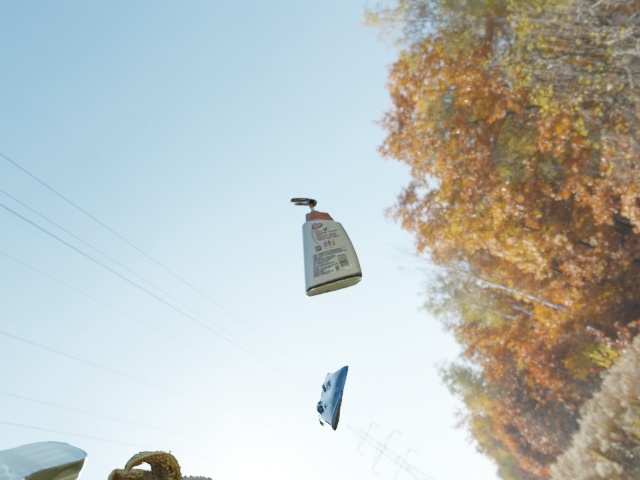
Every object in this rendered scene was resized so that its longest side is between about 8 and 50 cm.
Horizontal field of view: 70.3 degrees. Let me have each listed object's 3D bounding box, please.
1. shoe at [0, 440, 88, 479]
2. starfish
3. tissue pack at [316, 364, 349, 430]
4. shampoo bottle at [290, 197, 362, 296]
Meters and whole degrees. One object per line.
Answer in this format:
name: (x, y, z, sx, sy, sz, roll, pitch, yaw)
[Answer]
shoe: (-0.507, 0.416, 0.679, 0.363, 0.132, 0.160, 69, -142, -75)
starfish: (-0.280, 0.481, 0.867, 0.071, 0.238, 0.216, -69, -22, -55)
tissue pack: (0.014, 0.228, 0.656, 0.138, 0.028, 0.085, 120, 162, -66)
shampoo bottle: (0.000, 0.000, 1.183, 0.153, 0.284, 0.071, -13, -33, -9)
